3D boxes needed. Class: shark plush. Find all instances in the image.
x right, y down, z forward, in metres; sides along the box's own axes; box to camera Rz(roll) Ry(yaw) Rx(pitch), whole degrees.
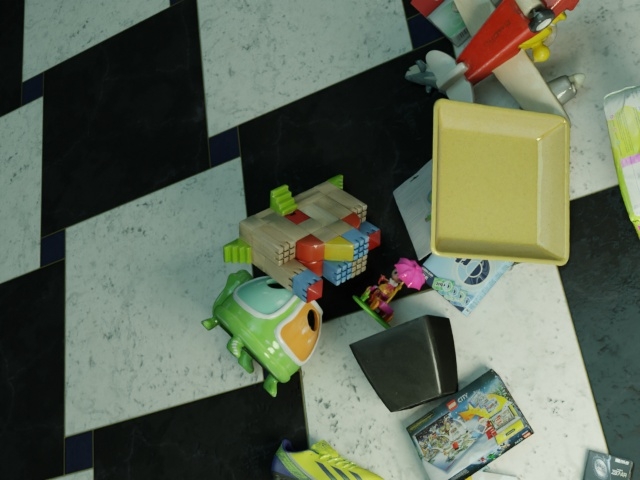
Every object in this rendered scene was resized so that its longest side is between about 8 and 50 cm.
[{"bbox_3d":[0.289,-0.398,2.087,0.161,0.073,0.067,39,113,14],"label":"shark plush"}]

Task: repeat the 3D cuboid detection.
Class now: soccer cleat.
[{"bbox_3d":[0.018,0.508,1.843,0.289,0.093,0.121,1,65,30],"label":"soccer cleat"}]

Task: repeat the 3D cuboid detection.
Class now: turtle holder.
[{"bbox_3d":[-0.131,0.201,1.991,0.227,0.243,0.320,-45,15,-11],"label":"turtle holder"}]

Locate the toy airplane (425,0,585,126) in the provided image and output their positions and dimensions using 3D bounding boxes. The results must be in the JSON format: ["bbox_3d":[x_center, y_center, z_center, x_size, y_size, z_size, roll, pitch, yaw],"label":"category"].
[{"bbox_3d":[0.441,-0.459,1.913,0.384,0.272,0.386,20,118,44],"label":"toy airplane"}]

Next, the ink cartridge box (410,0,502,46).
[{"bbox_3d":[0.351,-0.632,2.126,0.181,0.056,0.225,-42,58,9],"label":"ink cartridge box"}]

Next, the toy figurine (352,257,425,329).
[{"bbox_3d":[0.168,0.110,1.891,0.159,0.130,0.173,-48,14,1],"label":"toy figurine"}]

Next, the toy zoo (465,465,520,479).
[{"bbox_3d":[0.320,0.591,1.674,0.192,0.030,0.293,-12,65,26],"label":"toy zoo"}]

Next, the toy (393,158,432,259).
[{"bbox_3d":[0.263,-0.068,1.939,0.137,0.056,0.237,-40,39,24],"label":"toy"}]

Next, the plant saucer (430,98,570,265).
[{"bbox_3d":[0.376,-0.118,1.777,0.081,0.332,0.333,163,111,-71],"label":"plant saucer"}]

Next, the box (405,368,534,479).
[{"bbox_3d":[0.309,0.399,1.724,0.233,0.044,0.159,-37,42,11],"label":"box"}]

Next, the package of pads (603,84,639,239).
[{"bbox_3d":[0.655,-0.137,1.650,0.101,0.229,0.297,-15,64,24],"label":"package of pads"}]

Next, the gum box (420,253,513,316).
[{"bbox_3d":[0.334,0.054,1.871,0.184,0.041,0.157,-50,54,3],"label":"gum box"}]

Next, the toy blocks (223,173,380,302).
[{"bbox_3d":[0.000,0.000,1.947,0.381,0.191,0.261,-28,47,-35],"label":"toy blocks"}]

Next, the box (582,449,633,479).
[{"bbox_3d":[0.559,0.452,1.600,0.083,0.018,0.067,10,77,32],"label":"box"}]

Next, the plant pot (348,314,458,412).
[{"bbox_3d":[0.202,0.273,1.787,0.188,0.187,0.167,-25,74,19],"label":"plant pot"}]
